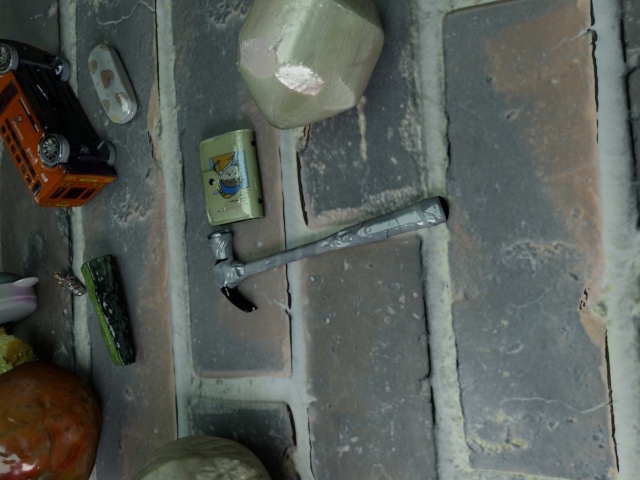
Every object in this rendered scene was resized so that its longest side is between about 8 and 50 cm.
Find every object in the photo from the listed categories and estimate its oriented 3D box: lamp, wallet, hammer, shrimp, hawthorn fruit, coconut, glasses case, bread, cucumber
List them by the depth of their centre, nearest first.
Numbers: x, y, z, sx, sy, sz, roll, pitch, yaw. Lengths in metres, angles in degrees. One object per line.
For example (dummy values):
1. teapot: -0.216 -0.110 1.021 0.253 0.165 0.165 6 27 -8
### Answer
1. coconut: -0.025 -0.282 0.984 0.224 0.224 0.234 38 105 21
2. coconut: -0.183 0.466 1.034 0.329 0.329 0.328 0 90 26
3. hammer: 0.000 0.000 1.063 0.427 0.044 0.152 -20 82 25
4. wallet: -0.157 -0.108 1.142 0.110 0.039 0.155 -10 84 25
5. hawthorn fruit: -0.524 0.380 1.184 0.298 0.277 0.277 37 108 54
6. cucumber: -0.393 0.135 1.253 0.078 0.062 0.211 -28 82 58
7. glasses case: -0.402 -0.302 1.263 0.063 0.041 0.164 -29 78 23
8. shrimp: -0.513 0.083 1.321 0.092 0.038 0.029 20 56 26
9. bread: -0.623 0.271 1.329 0.103 0.065 0.187 15 117 25
10. lamp: -0.682 0.135 1.333 0.246 0.179 0.108 -40 68 42

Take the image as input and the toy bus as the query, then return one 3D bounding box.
1. toy bus: -0.541 -0.230 1.278 0.153 0.143 0.329 -37 76 24
